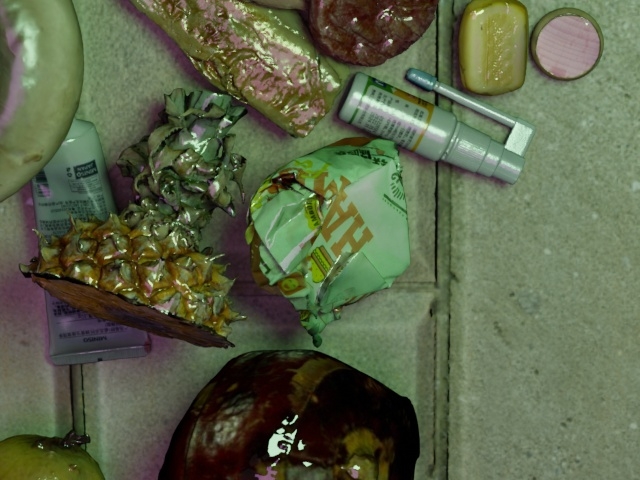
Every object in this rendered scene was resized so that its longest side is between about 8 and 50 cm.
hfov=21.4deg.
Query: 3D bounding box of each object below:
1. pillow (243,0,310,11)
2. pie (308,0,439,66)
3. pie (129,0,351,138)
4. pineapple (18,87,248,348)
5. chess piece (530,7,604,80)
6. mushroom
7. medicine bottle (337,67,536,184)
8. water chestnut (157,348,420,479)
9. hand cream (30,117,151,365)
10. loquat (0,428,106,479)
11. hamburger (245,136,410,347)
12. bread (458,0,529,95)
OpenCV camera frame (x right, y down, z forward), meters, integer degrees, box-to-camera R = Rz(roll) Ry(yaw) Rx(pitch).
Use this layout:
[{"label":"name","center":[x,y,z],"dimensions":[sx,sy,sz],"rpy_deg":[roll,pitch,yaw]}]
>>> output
[{"label":"pillow","center":[0.021,-0.313,1.884],"dimensions":[0.248,0.049,0.135],"rpy_deg":[7,115,-18]},{"label":"pie","center":[0.058,-0.261,1.879],"dimensions":[0.154,0.036,0.154],"rpy_deg":[-8,123,-13]},{"label":"pie","center":[-0.097,-0.240,1.922],"dimensions":[0.282,0.068,0.128],"rpy_deg":[41,96,-8]},{"label":"pineapple","center":[-0.175,-0.043,1.897],"dimensions":[0.262,0.262,0.272],"rpy_deg":[19,79,-3]},{"label":"chess piece","center":[0.281,-0.224,1.931],"dimensions":[0.083,0.038,0.084],"rpy_deg":[0,107,0]},{"label":"mushroom","center":[-0.440,-0.196,1.819],"dimensions":[0.362,0.294,0.362],"rpy_deg":[2,96,15]},{"label":"medicine bottle","center":[0.135,-0.138,1.951],"dimensions":[0.220,0.061,0.092],"rpy_deg":[24,85,-6]},{"label":"water chestnut","center":[-0.062,0.288,1.966],"dimensions":[0.347,0.335,0.335],"rpy_deg":[-1,107,33]},{"label":"hand cream","center":[-0.284,-0.011,2.002],"dimensions":[0.124,0.078,0.341],"rpy_deg":[-7,112,0]},{"label":"loquat","center":[-0.345,0.318,2.042],"dimensions":[0.172,0.149,0.204],"rpy_deg":[22,116,-8]},{"label":"hamburger","center":[0.001,0.003,1.919],"dimensions":[0.125,0.214,0.235],"rpy_deg":[29,129,34]},{"label":"bread","center":[0.194,-0.223,1.924],"dimensions":[0.082,0.056,0.115],"rpy_deg":[-9,114,-7]}]
